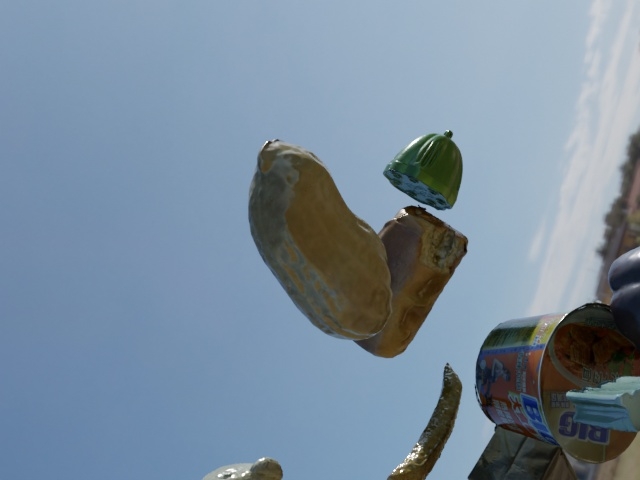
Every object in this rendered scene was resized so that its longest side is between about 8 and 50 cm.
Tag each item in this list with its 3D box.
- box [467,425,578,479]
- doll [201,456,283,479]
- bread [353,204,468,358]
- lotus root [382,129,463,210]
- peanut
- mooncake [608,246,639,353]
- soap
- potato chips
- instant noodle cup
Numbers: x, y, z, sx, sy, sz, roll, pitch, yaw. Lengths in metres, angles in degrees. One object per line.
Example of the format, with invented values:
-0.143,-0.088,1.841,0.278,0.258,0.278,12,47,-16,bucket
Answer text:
0.433,0.514,1.866,0.149,0.155,0.231,-53,-44,-22,box
-0.118,0.488,1.511,0.175,0.149,0.278,-27,-66,-17,doll
0.177,0.095,1.986,0.149,0.195,0.343,-33,-29,-58,bread
0.259,-0.182,2.038,0.186,0.186,0.186,17,-90,-71,lotus root
-0.004,0.004,1.380,0.174,0.340,0.158,-40,14,-10,peanut
0.633,0.112,1.620,0.133,0.245,0.245,-30,19,46,mooncake
0.481,0.255,1.398,0.198,0.115,0.063,126,130,-80,soap
0.230,0.369,1.782,0.407,0.080,0.057,-49,-43,-53,potato chips
0.447,0.265,1.697,0.297,0.214,0.296,3,-96,-32,instant noodle cup
